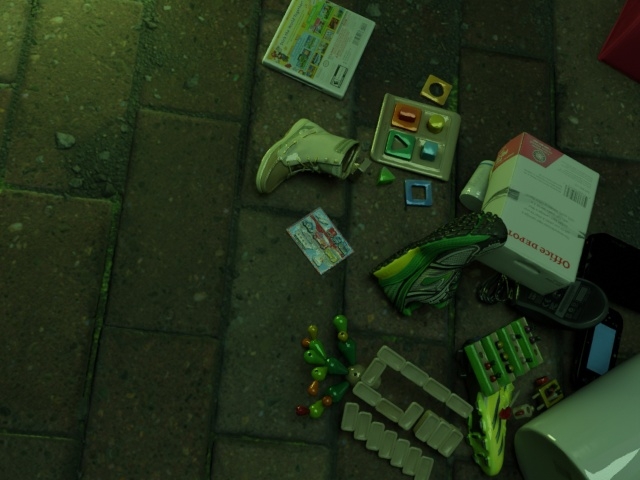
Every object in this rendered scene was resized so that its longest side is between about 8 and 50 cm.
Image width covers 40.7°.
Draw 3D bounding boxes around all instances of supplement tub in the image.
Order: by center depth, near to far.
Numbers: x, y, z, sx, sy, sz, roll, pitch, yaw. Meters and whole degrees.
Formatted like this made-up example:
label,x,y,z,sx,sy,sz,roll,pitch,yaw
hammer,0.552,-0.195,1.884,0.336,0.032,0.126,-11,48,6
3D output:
label,x,y,z,sx,sy,sz,roll,pitch,yaw
supplement tub,0.374,-0.125,1.984,0.071,0.071,0.107,34,69,1

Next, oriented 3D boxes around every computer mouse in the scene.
label,x,y,z,sx,sy,sz,roll,pitch,yaw
computer mouse,0.503,0.119,1.897,0.272,0.072,0.188,27,69,32

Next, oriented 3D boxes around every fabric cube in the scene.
label,x,y,z,sx,sy,sz,roll,pitch,yaw
fabric cube,0.890,-0.536,2.127,0.254,0.258,0.259,31,68,-1

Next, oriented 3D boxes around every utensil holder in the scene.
label,x,y,z,sx,sy,sz,roll,pitch,yaw
utensil holder,0.633,0.417,1.723,0.385,0.327,0.327,-27,79,-16

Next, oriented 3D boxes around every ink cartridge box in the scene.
label,x,y,z,sx,sy,sz,roll,pitch,yaw
ink cartridge box,0.458,-0.056,1.849,0.207,0.117,0.283,28,64,-12

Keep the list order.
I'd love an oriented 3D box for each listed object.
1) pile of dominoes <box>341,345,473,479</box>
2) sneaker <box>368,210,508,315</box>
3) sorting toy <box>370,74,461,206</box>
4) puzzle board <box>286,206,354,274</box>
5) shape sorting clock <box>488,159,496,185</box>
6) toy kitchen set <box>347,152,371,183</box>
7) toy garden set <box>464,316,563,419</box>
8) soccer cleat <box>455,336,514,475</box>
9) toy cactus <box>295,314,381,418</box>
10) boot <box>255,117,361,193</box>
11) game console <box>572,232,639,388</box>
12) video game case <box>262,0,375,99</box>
label,x,y,z,sx,sy,sz,roll,pitch,yaw
pile of dominoes,0.171,0.358,1.771,0.251,0.040,0.196,36,92,-8
sneaker,0.260,0.049,1.780,0.134,0.343,0.146,-34,90,-43
sorting toy,0.228,-0.248,2.008,0.196,0.047,0.347,16,69,-5
puzzle board,0.000,0.000,1.898,0.096,0.011,0.128,-34,81,-20
shape sorting clock,0.470,-0.112,1.973,0.206,0.040,0.206,7,74,-26
toy kitchen set,0.073,-0.189,1.942,0.083,0.075,0.068,40,68,-1
toy garden set,0.419,0.278,1.802,0.244,0.049,0.204,-16,82,-50
soccer cleat,0.364,0.344,1.813,0.121,0.093,0.289,1,72,-18
toy cactus,0.036,0.272,1.781,0.180,0.112,0.219,23,65,-23
boot,-0.026,-0.165,1.885,0.165,0.077,0.213,25,62,25
game console,0.654,0.174,1.938,0.213,0.044,0.361,23,73,-15
video game case,-0.002,-0.469,2.049,0.206,0.026,0.227,24,70,-3
